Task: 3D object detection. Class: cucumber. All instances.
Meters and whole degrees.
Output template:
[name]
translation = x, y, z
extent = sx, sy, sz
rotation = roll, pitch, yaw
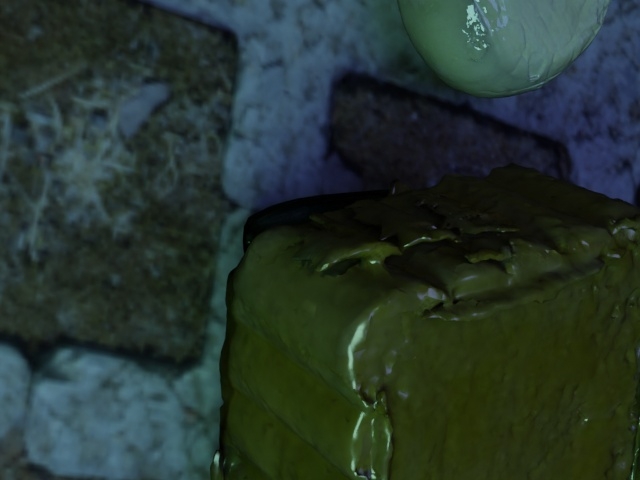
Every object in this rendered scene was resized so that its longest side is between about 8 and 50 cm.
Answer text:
[cucumber]
translation = 0.000, 0.000, 0.782
extent = 0.105, 0.048, 0.048
rotation = -6, 91, -36

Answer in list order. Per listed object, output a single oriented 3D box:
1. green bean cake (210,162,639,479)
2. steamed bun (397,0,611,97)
[green bean cake]
translation = 0.061, 0.083, 0.745
extent = 0.224, 0.131, 0.229
rotation = -14, 117, -35
[steamed bun]
translation = 0.099, -0.138, 0.836
extent = 0.130, 0.091, 0.112
rotation = -46, 116, -32
